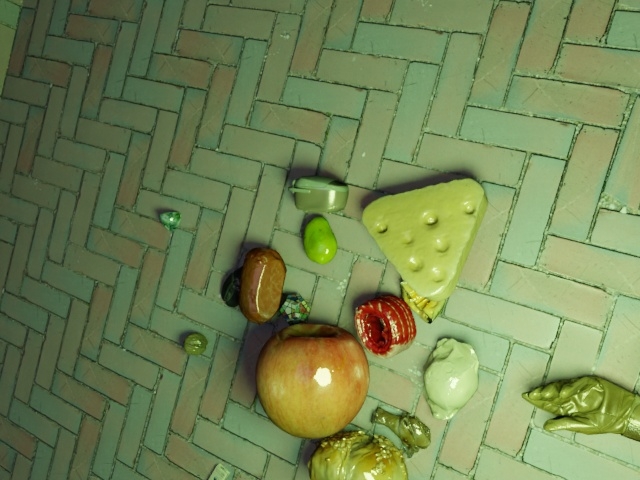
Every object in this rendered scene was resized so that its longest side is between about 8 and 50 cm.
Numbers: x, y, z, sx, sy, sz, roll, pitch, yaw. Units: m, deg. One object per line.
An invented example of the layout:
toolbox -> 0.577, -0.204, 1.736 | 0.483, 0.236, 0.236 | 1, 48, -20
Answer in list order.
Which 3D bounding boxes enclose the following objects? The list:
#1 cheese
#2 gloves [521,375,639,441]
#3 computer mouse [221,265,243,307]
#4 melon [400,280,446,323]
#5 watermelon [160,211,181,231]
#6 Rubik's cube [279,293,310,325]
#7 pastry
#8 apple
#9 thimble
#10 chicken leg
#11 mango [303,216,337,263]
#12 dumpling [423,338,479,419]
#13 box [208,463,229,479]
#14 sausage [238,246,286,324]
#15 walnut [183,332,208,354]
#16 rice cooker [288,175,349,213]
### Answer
cheese -> 0.330, 0.010, 1.642 | 0.384, 0.104, 0.383 | -9, 70, 25
gloves -> 0.718, 0.446, 1.459 | 0.331, 0.141, 0.154 | 11, 118, 15
computer mouse -> -0.299, 0.163, 1.981 | 0.192, 0.062, 0.106 | -48, 70, 14
melon -> 0.335, 0.179, 1.685 | 0.128, 0.079, 0.160 | -38, 57, 0
watermelon -> -0.596, -0.079, 2.145 | 0.085, 0.085, 0.061 | -59, 27, 11
Rubik's cube -> -0.090, 0.240, 1.863 | 0.111, 0.093, 0.111 | -1, 88, 23
pastry -> 0.118, 0.678, 1.651 | 0.316, 0.284, 0.184 | 1, 69, 31
apple -> -0.026, 0.436, 1.681 | 0.364, 0.364, 0.363 | -1, 87, 25
thimble -> 0.205, 0.268, 1.691 | 0.163, 0.125, 0.189 | -36, 76, 38
chicken leg -> 0.254, 0.588, 1.698 | 0.196, 0.080, 0.125 | 36, 115, 23
mango -> -0.005, 0.004, 1.847 | 0.117, 0.089, 0.163 | -34, 62, 28
dumpling -> 0.376, 0.412, 1.625 | 0.193, 0.147, 0.258 | 31, 108, 54
box -> -0.378, 0.879, 1.999 | 0.054, 0.024, 0.083 | 34, 100, 20
sausage -> -0.206, 0.158, 1.885 | 0.141, 0.153, 0.268 | 6, 88, 59
walnut -> -0.473, 0.391, 2.038 | 0.092, 0.092, 0.092 | -1, 87, 25
rice cooker -> -0.004, -0.155, 1.820 | 0.206, 0.145, 0.127 | 3, 99, 27
